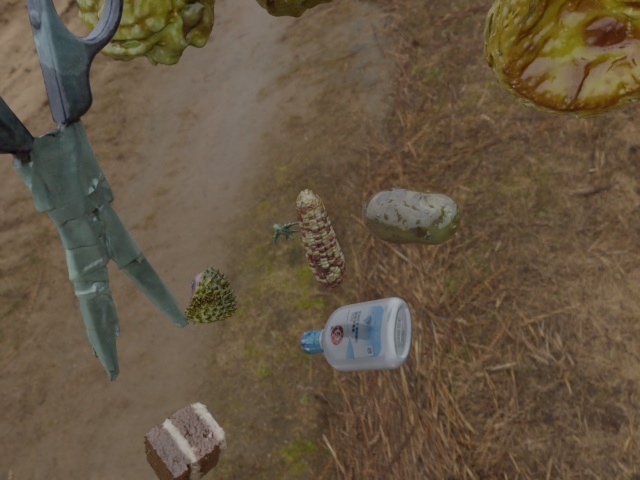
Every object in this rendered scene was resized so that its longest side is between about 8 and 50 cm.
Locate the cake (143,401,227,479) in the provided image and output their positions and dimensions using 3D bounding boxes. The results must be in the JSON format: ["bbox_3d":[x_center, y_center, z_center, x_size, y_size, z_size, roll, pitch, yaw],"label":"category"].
[{"bbox_3d":[-0.280,0.439,1.444,0.147,0.135,0.134,-26,62,-31],"label":"cake"}]

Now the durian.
[{"bbox_3d":[-0.257,0.124,1.659,0.119,0.108,0.187,10,21,7],"label":"durian"}]

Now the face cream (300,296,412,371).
[{"bbox_3d":[0.076,0.230,1.627,0.336,0.080,0.163,-15,63,50],"label":"face cream"}]

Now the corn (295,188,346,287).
[{"bbox_3d":[0.000,0.000,1.410,0.079,0.237,0.079,-9,40,8],"label":"corn"}]

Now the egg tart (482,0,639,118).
[{"bbox_3d":[0.377,-0.311,0.961,0.294,0.295,0.116,-6,36,23],"label":"egg tart"}]

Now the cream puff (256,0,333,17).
[{"bbox_3d":[-0.044,-0.589,1.355,0.282,0.282,0.185,14,37,39],"label":"cream puff"}]

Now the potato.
[{"bbox_3d":[0.241,-0.062,1.815,0.262,0.165,0.165,6,48,20],"label":"potato"}]

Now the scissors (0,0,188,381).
[{"bbox_3d":[-0.205,-0.048,0.572,0.029,0.383,0.256,7,39,34],"label":"scissors"}]

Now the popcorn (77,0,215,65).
[{"bbox_3d":[-0.339,-0.465,1.324,0.247,0.282,0.282,10,50,20],"label":"popcorn"}]

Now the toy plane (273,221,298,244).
[{"bbox_3d":[-0.087,-0.024,1.593,0.080,0.083,0.033,-38,58,15],"label":"toy plane"}]
